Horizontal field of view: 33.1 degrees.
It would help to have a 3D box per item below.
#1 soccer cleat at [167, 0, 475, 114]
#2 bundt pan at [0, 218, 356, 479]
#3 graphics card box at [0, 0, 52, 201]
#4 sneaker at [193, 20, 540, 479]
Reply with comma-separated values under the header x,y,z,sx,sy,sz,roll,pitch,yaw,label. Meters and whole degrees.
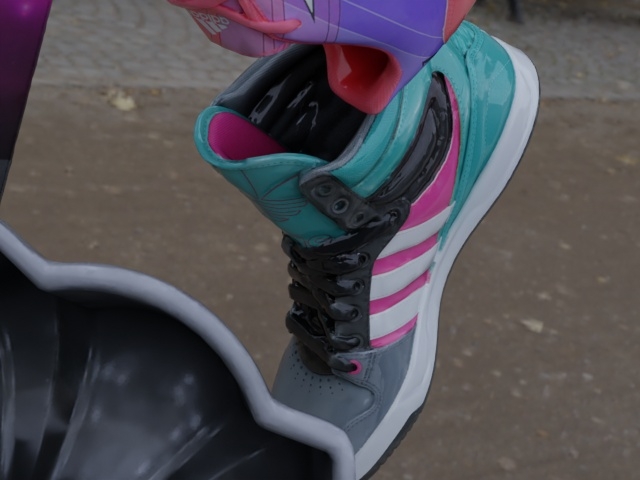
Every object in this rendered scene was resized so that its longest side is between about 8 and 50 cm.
x,y,z,sx,sy,sz,roll,pitch,yaw,label
-0.036,-0.129,0.388,0.108,0.116,0.318,36,14,34,soccer cleat
-0.124,0.154,0.378,0.330,0.331,0.124,14,1,1,bundt pan
-0.220,-0.175,0.451,0.232,0.371,0.094,1,31,-41,graphics card box
0.000,0.000,0.594,0.178,0.296,0.124,20,3,-43,sneaker
